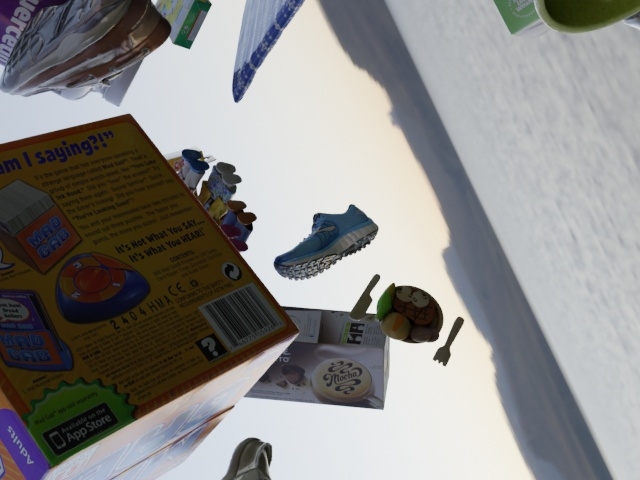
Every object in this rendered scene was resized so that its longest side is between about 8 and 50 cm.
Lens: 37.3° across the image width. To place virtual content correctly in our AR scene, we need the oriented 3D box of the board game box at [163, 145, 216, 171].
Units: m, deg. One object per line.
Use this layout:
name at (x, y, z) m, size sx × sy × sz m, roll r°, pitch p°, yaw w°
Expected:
board game box at (-0.340, -0.142, 1.887) m, size 0.124 × 0.260 × 0.039 m, roll -142°, pitch 39°, yaw -73°

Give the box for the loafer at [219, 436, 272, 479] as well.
loafer at (-0.114, 0.409, 1.545) m, size 0.268 × 0.092 × 0.101 m, roll -54°, pitch -26°, yaw -72°

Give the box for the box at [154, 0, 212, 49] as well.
box at (-0.276, -0.462, 1.858) m, size 0.043 × 0.105 × 0.179 m, roll 12°, pitch -149°, yaw -37°

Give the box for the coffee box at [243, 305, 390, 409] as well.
coffee box at (-0.011, 0.235, 1.930) m, size 0.119 × 0.297 × 0.168 m, roll -73°, pitch -15°, yaw -55°

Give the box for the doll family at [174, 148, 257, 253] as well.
doll family at (-0.165, -0.016, 1.538) m, size 0.118 × 0.163 × 0.263 m, roll -5°, pitch -126°, yaw -35°

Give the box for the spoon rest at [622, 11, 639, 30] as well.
spoon rest at (0.577, -0.483, 1.618) m, size 0.137 × 0.276 × 0.084 m, roll 22°, pitch 175°, yaw -19°

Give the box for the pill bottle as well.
pill bottle at (-0.439, -0.344, 1.509) m, size 0.323 × 0.181 × 0.181 m, roll 27°, pitch -160°, yaw -13°

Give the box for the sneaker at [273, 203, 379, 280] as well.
sneaker at (0.000, 0.000, 1.343) m, size 0.073 × 0.162 × 0.063 m, roll 56°, pitch 157°, yaw 19°

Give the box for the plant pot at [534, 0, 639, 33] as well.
plant pot at (0.317, -0.439, 1.141) m, size 0.254 × 0.276 × 0.276 m, roll 62°, pitch -173°, yaw 25°

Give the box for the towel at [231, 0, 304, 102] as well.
towel at (-0.019, -0.355, 1.170) m, size 0.040 × 0.336 × 0.243 m, roll 21°, pitch -130°, yaw -19°

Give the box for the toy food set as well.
toy food set at (0.160, 0.129, 1.677) m, size 0.132 × 0.192 × 0.038 m, roll -58°, pitch -10°, yaw -37°

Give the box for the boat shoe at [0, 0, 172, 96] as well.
boat shoe at (-0.315, -0.243, 1.239) m, size 0.116 × 0.324 × 0.123 m, roll 32°, pitch -117°, yaw -35°

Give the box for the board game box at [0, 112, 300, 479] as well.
board game box at (-0.323, 0.124, 1.122) m, size 0.357 × 0.356 × 0.356 m, roll -24°, pitch -110°, yaw -47°

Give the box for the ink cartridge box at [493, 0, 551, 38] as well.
ink cartridge box at (0.312, -0.511, 1.428) m, size 0.119 × 0.207 × 0.353 m, roll -15°, pitch -102°, yaw -57°
